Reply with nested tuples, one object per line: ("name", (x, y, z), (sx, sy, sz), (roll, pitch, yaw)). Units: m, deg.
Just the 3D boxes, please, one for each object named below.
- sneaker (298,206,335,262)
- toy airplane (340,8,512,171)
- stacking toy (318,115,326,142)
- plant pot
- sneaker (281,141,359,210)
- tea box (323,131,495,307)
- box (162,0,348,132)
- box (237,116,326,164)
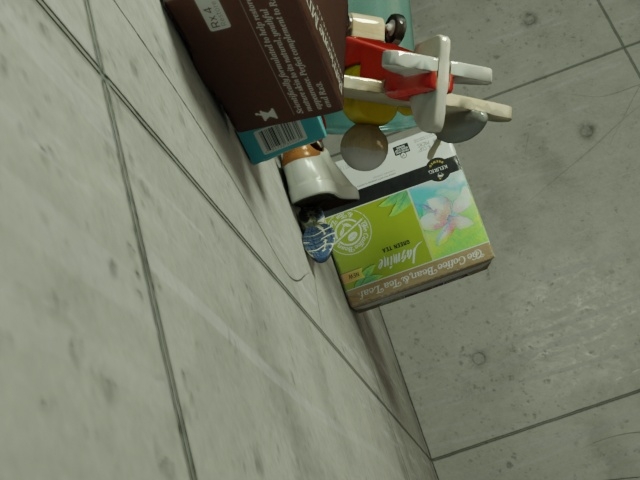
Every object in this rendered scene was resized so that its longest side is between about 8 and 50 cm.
("sneaker", (0.000, 0.000, 1.268), (0.135, 0.052, 0.058), (-101, 176, -56))
("toy airplane", (0.113, -0.241, 1.363), (0.384, 0.386, 0.272), (-30, 138, -63))
("stacking toy", (-0.042, -0.345, 1.588), (0.141, 0.141, 0.330), (24, 63, -84))
("plant pot", (0.091, -0.453, 1.946), (0.341, 0.341, 0.334), (-96, -178, -72))
("sneaker", (-0.001, -0.116, 1.381), (0.290, 0.106, 0.123), (31, 42, -81))
("tea box", (0.179, -0.040, 1.796), (0.220, 0.329, 0.323), (49, 21, -79))
("box", (-0.055, -0.332, 0.917), (0.191, 0.143, 0.381), (62, 26, -49))
("box", (-0.068, -0.209, 1.035), (0.060, 0.100, 0.244), (65, 7, -45))
